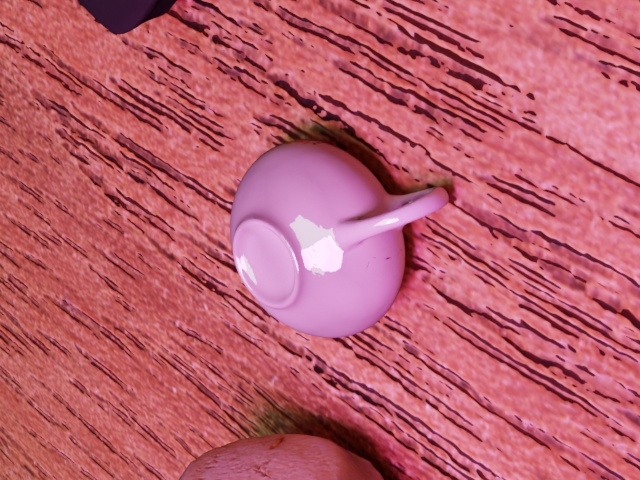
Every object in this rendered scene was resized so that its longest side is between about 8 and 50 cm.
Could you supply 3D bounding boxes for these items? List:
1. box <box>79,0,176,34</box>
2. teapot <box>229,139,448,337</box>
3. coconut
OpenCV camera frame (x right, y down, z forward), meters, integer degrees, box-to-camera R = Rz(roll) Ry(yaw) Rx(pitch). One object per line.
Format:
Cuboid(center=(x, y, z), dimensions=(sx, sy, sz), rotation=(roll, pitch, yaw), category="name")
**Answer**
Cuboid(center=(-0.148, -0.327, 0.972), dimensions=(0.290, 0.073, 0.289), rotation=(59, 143, 6), category="box")
Cuboid(center=(0.000, 0.000, 0.985), dimensions=(0.226, 0.092, 0.145), rotation=(-14, 101, 50), category="teapot")
Cuboid(center=(-0.029, 0.273, 1.099), dimensions=(0.202, 0.202, 0.222), rotation=(14, 118, 46), category="coconut")
